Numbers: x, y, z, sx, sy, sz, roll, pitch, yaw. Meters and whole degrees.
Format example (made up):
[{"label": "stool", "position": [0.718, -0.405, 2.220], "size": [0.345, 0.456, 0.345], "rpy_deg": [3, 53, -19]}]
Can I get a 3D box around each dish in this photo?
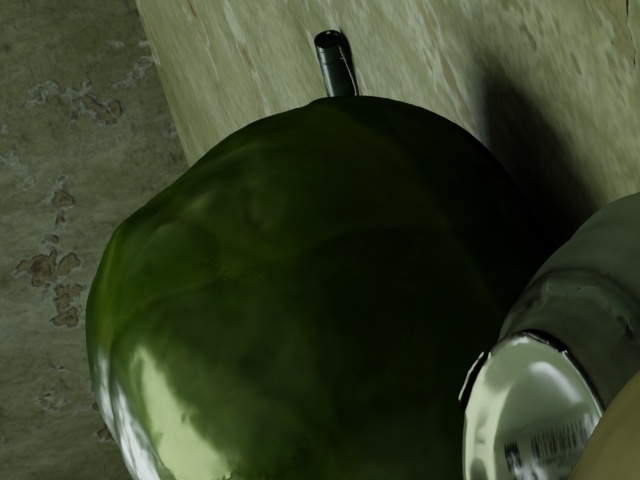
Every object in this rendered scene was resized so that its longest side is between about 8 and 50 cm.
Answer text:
[{"label": "dish", "position": [0.128, 0.109, 0.821], "size": [0.260, 0.085, 0.260], "rpy_deg": [176, 90, -66]}]

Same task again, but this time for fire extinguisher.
[{"label": "fire extinguisher", "position": [0.016, -0.139, 1.531], "size": [0.038, 0.025, 0.083], "rpy_deg": [33, 151, 36]}]

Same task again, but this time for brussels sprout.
[{"label": "brussels sprout", "position": [0.021, 0.065, 1.110], "size": [0.289, 0.281, 0.355], "rpy_deg": [56, -166, 23]}]

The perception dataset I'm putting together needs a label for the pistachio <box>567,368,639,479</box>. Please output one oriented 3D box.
[{"label": "pistachio", "position": [0.180, 0.228, 0.551], "size": [0.365, 0.281, 0.445], "rpy_deg": [-107, 13, -71]}]
